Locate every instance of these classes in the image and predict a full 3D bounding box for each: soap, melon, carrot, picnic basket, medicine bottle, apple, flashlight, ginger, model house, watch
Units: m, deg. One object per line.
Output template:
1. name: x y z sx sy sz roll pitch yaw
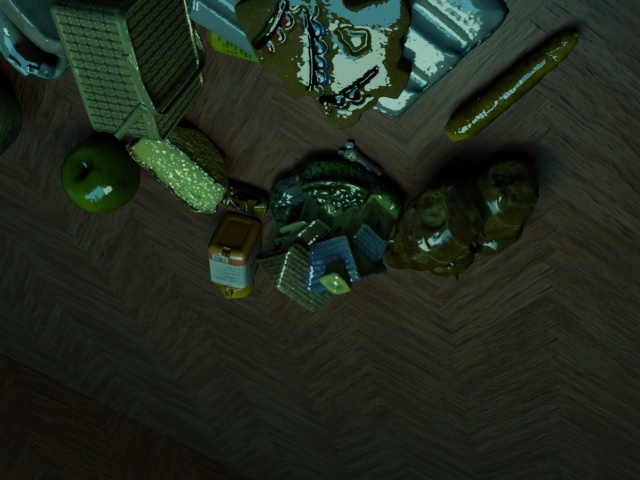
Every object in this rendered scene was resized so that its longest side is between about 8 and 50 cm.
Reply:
1. soap: 0.050 -0.431 1.114 0.435 0.212 0.350 32 137 -13
2. melon: -0.876 -0.325 1.600 0.302 0.237 0.237 31 139 -4
3. carrot: -0.241 -0.120 1.700 0.229 0.069 0.069 19 140 3
4. picnic basket: -0.362 -0.375 1.341 0.176 0.228 0.312 12 139 14
5. medicine bottle: -0.096 -0.391 1.332 0.261 0.064 0.094 17 134 5
6. medicine bottle: -0.231 0.052 1.820 0.112 0.149 0.222 14 140 7
7. apple: -0.554 -0.161 1.696 0.197 0.196 0.157 -2 171 24
8. flashlight: 0.093 -0.178 1.517 0.110 0.031 0.052 33 138 -15
9. ginger: 0.302 -0.033 1.445 0.358 0.152 0.274 -24 154 -2
10. carrot: 0.360 -0.287 1.264 0.066 0.066 0.314 36 135 -18
11. model house: 0.000 0.000 1.560 0.321 0.266 0.261 -17 135 43
12. watch: -0.617 -0.470 1.421 0.241 0.161 0.253 -4 133 44

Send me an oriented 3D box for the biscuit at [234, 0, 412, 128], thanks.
1. biscuit: -0.001 -0.308 1.079 0.302 0.043 0.278 21 140 -2

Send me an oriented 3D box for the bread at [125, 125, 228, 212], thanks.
1. bread: -0.323 -0.192 1.602 0.129 0.134 0.260 -33 118 32
